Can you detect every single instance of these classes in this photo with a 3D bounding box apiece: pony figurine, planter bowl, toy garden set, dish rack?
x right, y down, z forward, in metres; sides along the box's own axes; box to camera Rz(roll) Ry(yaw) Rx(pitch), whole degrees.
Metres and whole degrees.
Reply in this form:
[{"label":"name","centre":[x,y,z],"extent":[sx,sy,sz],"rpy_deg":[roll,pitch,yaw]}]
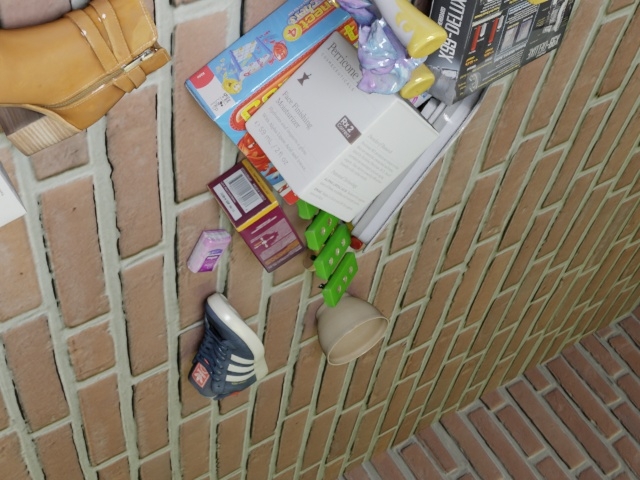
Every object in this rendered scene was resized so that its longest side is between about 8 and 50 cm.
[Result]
[{"label":"pony figurine","centre":[0.050,-0.350,1.003],"extent":[0.351,0.363,0.303],"rpy_deg":[-35,164,31]},{"label":"planter bowl","centre":[0.056,0.186,2.006],"extent":[0.162,0.109,0.162],"rpy_deg":[-27,150,-17]},{"label":"toy garden set","centre":[0.021,-0.039,1.603],"extent":[0.204,0.049,0.244],"rpy_deg":[-56,143,-41]},{"label":"dish rack","centre":[0.165,-0.151,1.558],"extent":[0.333,0.072,0.285],"rpy_deg":[-54,180,30]}]

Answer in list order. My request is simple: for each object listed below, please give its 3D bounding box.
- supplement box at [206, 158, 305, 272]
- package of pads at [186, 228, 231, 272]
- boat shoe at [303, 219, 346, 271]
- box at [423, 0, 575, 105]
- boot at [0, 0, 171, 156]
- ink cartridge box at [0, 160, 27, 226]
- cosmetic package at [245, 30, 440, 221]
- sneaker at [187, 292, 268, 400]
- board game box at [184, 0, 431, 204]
[{"label":"supplement box","centre":[-0.104,-0.037,1.490],"extent":[0.081,0.104,0.188],"rpy_deg":[-34,152,-3]},{"label":"package of pads","centre":[-0.193,0.018,1.550],"extent":[0.050,0.032,0.083],"rpy_deg":[-4,138,-42]},{"label":"boat shoe","centre":[0.000,0.000,1.729],"extent":[0.045,0.050,0.135],"rpy_deg":[9,118,-49]},{"label":"box","centre":[0.288,-0.368,1.361],"extent":[0.307,0.076,0.242],"rpy_deg":[-32,146,-35]},{"label":"boot","centre":[-0.291,-0.215,0.996],"extent":[0.220,0.109,0.283],"rpy_deg":[-33,154,-4]},{"label":"ink cartridge box","centre":[-0.472,-0.073,0.945],"extent":[0.233,0.171,0.168],"rpy_deg":[-30,151,-12]},{"label":"cosmetic package","centre":[0.031,-0.152,1.231],"extent":[0.184,0.151,0.151],"rpy_deg":[-45,151,13]},{"label":"sneaker","centre":[-0.197,0.228,1.757],"extent":[0.148,0.131,0.350],"rpy_deg":[-35,153,-13]},{"label":"board game box","centre":[0.001,-0.228,1.336],"extent":[0.308,0.086,0.302],"rpy_deg":[-38,153,3]}]
